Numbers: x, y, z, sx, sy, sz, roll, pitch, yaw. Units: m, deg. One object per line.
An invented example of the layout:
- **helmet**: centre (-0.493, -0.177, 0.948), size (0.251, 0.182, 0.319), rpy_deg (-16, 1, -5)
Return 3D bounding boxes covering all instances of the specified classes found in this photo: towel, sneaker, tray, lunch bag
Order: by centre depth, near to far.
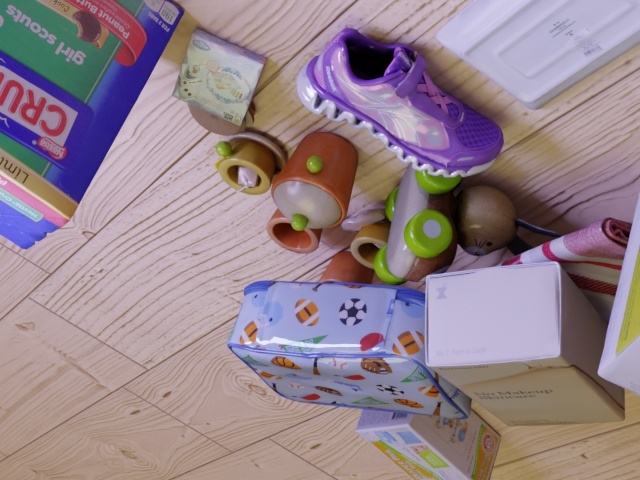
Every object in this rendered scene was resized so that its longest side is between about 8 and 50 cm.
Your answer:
- **tray**: centre (0.239, -0.214, 1.248), size (0.145, 0.030, 0.270), rpy_deg (33, 146, -17)
- **sneaker**: centre (0.094, -0.154, 1.373), size (0.236, 0.095, 0.104), rpy_deg (25, 140, -2)
- **towel**: centre (0.304, 0.059, 1.517), size (0.237, 0.037, 0.329), rpy_deg (14, 155, -31)
- **lunch bag**: centre (0.043, 0.142, 1.626), size (0.303, 0.115, 0.243), rpy_deg (4, 156, 28)

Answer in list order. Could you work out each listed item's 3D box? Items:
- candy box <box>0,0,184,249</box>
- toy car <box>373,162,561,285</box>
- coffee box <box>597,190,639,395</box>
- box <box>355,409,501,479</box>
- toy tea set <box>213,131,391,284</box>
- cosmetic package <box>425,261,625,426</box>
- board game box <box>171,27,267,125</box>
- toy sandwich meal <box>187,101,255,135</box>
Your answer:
- **candy box**: centre (-0.331, -0.196, 1.353), size (0.268, 0.317, 0.122), rpy_deg (36, 145, -21)
- **toy car**: centre (0.178, -0.009, 1.496), size (0.188, 0.149, 0.155), rpy_deg (15, 161, -9)
- **coffee box**: centre (0.484, -0.020, 1.091), size (0.337, 0.338, 0.334), rpy_deg (24, 147, -2)
- **box**: centre (0.168, 0.299, 1.968), size (0.114, 0.103, 0.203), rpy_deg (-15, 132, 44)
- **toy tea set**: centre (0.000, 0.000, 1.615), size (0.200, 0.124, 0.336), rpy_deg (-6, 138, 38)
- **cosmetic package**: centre (0.250, 0.132, 1.515), size (0.160, 0.113, 0.309), rpy_deg (-7, 158, 25)
- **board game box**: centre (-0.118, -0.189, 1.483), size (0.090, 0.020, 0.090), rpy_deg (24, 127, -1)
- **toy sandwich meal**: centre (-0.121, -0.161, 1.547), size (0.085, 0.029, 0.086), rpy_deg (19, 148, 12)
